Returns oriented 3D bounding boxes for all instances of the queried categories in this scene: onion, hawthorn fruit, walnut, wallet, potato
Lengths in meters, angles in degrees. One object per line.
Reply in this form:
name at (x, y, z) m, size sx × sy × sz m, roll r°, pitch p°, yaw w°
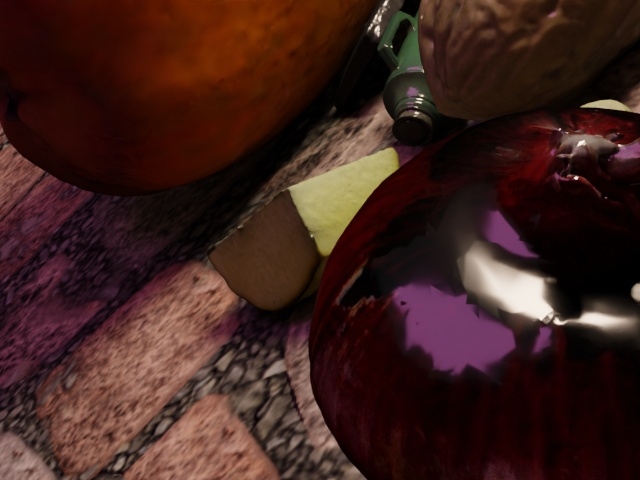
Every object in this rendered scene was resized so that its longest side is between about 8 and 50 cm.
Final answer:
onion at (0.126, 0.020, 0.816) m, size 0.273 × 0.285 × 0.273 m, roll -2°, pitch 44°, yaw 2°
hawthorn fruit at (-0.168, -0.284, 1.536) m, size 0.472 × 0.472 × 0.471 m, roll -33°, pitch 26°, yaw 18°
walnut at (0.165, -0.185, 1.232) m, size 0.230 × 0.178 × 0.178 m, roll -50°, pitch 23°, yaw 9°
wallet at (0.080, -0.237, 1.538) m, size 0.244 × 0.025 × 0.124 m, roll -60°, pitch -2°, yaw -32°
potato at (0.000, 0.000, 1.299) m, size 0.120 × 0.081 × 0.149 m, roll -21°, pitch -9°, yaw -36°

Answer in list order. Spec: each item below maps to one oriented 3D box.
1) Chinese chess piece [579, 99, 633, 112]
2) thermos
Chinese chess piece at (0.187, -0.062, 1.141) m, size 0.084 × 0.034 × 0.084 m, roll -32°, pitch 27°, yaw 18°
thermos at (0.100, -0.155, 1.368) m, size 0.073 × 0.083 × 0.187 m, roll 0°, pitch 43°, yaw 23°
